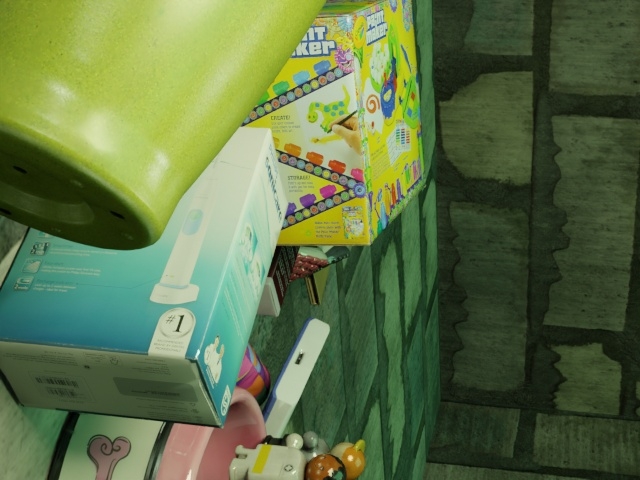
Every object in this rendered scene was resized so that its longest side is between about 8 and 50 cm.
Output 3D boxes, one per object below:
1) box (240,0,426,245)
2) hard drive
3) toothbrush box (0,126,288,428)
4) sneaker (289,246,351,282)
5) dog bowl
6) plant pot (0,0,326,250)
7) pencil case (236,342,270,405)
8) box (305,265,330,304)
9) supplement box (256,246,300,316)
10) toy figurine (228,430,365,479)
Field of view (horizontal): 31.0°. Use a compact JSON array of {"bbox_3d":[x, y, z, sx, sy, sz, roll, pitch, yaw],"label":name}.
[{"bbox_3d":[0.013,-0.168,1.494,0.290,0.177,0.279,-42,129,-64],"label":"box"},{"bbox_3d":[-0.082,0.290,1.700,0.210,0.040,0.319,-62,177,-59],"label":"hard drive"},{"bbox_3d":[-0.174,0.023,1.160,0.126,0.216,0.295,78,19,-50],"label":"toothbrush box"},{"bbox_3d":[-0.048,0.009,1.931,0.112,0.121,0.299,64,15,2],"label":"sneaker"},{"bbox_3d":[-0.177,0.337,1.369,0.408,0.150,0.408,4,90,-77],"label":"dog bowl"},{"bbox_3d":[-0.172,-0.195,0.922,0.366,0.366,0.353,64,43,-63],"label":"plant pot"},{"bbox_3d":[-0.141,0.166,1.590,0.236,0.104,0.104,63,33,-61],"label":"pencil case"},{"bbox_3d":[0.000,0.000,2.266,0.164,0.021,0.201,77,21,-49],"label":"box"},{"bbox_3d":[-0.098,-0.006,1.640,0.073,0.130,0.239,78,22,-45],"label":"supplement box"},{"bbox_3d":[-0.020,0.336,1.383,0.213,0.148,0.209,28,67,-74],"label":"toy figurine"}]
